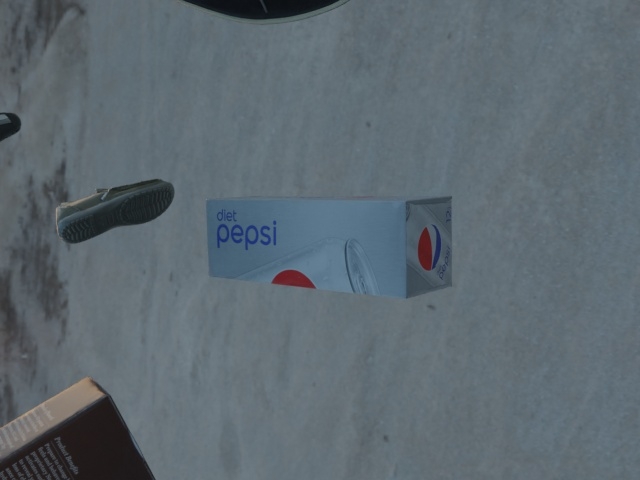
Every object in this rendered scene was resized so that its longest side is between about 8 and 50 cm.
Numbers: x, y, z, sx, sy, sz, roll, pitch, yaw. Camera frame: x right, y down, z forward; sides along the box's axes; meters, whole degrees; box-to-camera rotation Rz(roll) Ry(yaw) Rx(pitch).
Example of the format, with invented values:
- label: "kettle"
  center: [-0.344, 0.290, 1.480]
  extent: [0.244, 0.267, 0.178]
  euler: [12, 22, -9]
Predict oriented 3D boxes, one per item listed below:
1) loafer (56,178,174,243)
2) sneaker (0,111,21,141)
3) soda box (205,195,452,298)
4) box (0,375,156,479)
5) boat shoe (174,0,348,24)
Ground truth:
- label: "loafer"
  center: [-0.415, -0.078, 1.404]
  extent: [0.087, 0.251, 0.094]
  euler: [49, 144, 30]
- label: "sneaker"
  center: [-0.535, -0.099, 1.021]
  extent: [0.086, 0.228, 0.132]
  euler: [-2, 111, 58]
- label: "soda box"
  center: [0.000, 0.000, 0.769]
  extent: [0.286, 0.091, 0.098]
  euler: [4, 97, 40]
- label: "box"
  center: [-0.458, 0.391, 1.035]
  extent: [0.143, 0.381, 0.191]
  euler: [10, 125, 59]
- label: "boat shoe"
  center: [-0.156, -0.419, 0.961]
  extent: [0.156, 0.499, 0.187]
  euler: [180, 94, -70]
